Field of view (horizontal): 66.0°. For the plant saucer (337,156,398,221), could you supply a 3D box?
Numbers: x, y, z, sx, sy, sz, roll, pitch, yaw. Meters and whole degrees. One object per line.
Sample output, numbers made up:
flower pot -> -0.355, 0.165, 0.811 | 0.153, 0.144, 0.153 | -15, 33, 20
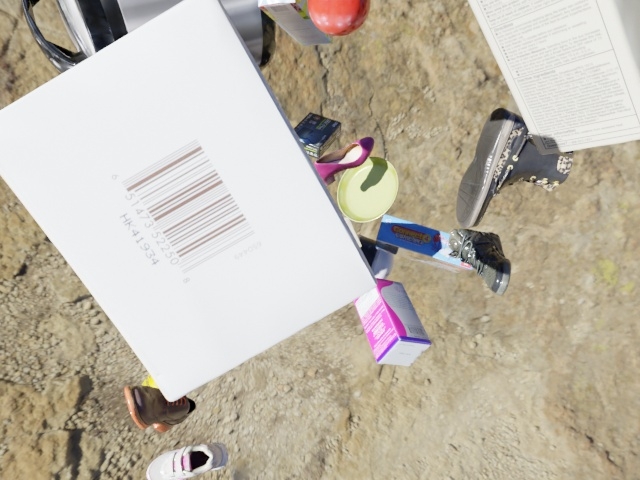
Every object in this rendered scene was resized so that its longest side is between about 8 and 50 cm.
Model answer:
plant saucer -> 0.171, -0.176, 1.737 | 0.241, 0.037, 0.240 | -10, 72, 33

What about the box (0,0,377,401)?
box -> -0.099, -0.056, 0.468 | 0.168, 0.345, 0.214 | -30, 104, 2

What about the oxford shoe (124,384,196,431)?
oxford shoe -> -0.356, 0.361, 1.107 | 0.099, 0.271, 0.096 | -24, 67, -8

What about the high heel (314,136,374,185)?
high heel -> 0.078, -0.283, 1.602 | 0.244, 0.117, 0.082 | -36, 61, -9

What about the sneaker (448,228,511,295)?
sneaker -> 0.366, 0.044, 1.154 | 0.131, 0.227, 0.087 | 12, 123, -1

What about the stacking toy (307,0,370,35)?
stacking toy -> 0.035, -0.435, 0.627 | 0.141, 0.330, 0.141 | 0, 35, 0

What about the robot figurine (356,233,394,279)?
robot figurine -> 0.152, 0.069, 1.959 | 0.278, 0.173, 0.209 | 18, 81, 8

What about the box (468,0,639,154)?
box -> 0.281, -0.264, 0.564 | 0.121, 0.148, 0.311 | -51, 120, -27

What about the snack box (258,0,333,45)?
snack box -> -0.035, -0.448, 0.834 | 0.070, 0.207, 0.174 | 3, 94, 19

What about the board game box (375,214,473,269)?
board game box -> 0.343, 0.019, 1.647 | 0.309, 0.302, 0.086 | 18, 86, 7

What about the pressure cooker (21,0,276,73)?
pressure cooker -> -0.336, -0.460, 0.942 | 0.421, 0.370, 0.375 | -23, 119, -19

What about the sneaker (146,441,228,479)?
sneaker -> -0.421, 0.684, 1.524 | 0.253, 0.111, 0.102 | -18, 65, -3

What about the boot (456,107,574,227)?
boot -> 0.603, -0.197, 1.534 | 0.285, 0.138, 0.377 | 9, 108, -16

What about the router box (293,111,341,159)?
router box -> -0.016, -0.260, 1.215 | 0.092, 0.038, 0.122 | 23, 52, 17

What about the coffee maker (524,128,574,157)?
coffee maker -> 0.527, -0.269, 1.034 | 0.171, 0.120, 0.178 | 11, 110, -38

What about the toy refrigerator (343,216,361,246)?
toy refrigerator -> 0.000, 0.000, 1.337 | 0.102, 0.269, 0.094 | -30, 103, -18

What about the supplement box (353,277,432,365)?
supplement box -> 0.191, 0.219, 1.349 | 0.111, 0.114, 0.220 | 13, 38, -28

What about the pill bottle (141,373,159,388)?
pill bottle -> -0.453, 0.414, 1.487 | 0.118, 0.117, 0.208 | 37, 101, 0
